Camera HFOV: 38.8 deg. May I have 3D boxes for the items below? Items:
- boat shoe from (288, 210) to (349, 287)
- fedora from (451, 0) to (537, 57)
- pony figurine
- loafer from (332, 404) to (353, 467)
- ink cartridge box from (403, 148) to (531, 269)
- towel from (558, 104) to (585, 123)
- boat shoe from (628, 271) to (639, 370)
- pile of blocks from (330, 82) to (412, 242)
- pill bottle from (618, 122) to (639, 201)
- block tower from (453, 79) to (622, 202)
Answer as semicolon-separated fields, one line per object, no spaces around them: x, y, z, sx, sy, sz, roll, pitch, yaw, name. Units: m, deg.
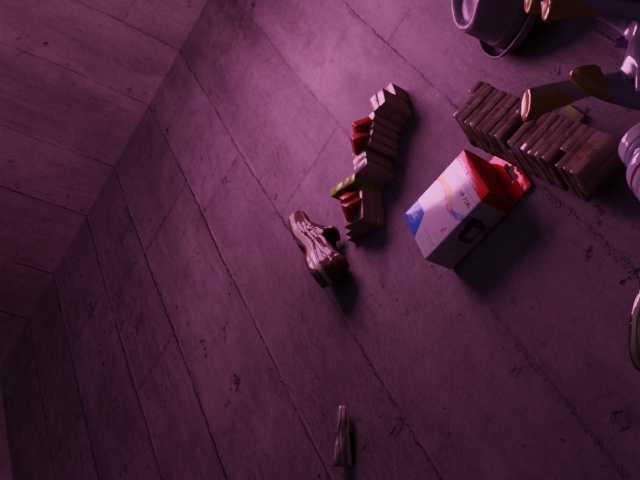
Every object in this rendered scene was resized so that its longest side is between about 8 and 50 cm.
0.004;0.005;2.063;0.095;0.095;0.257;-35;41;7;boat shoe
0.339;-0.500;1.765;0.244;0.124;0.275;-131;56;-69;fedora
0.489;-0.304;1.333;0.303;0.363;0.351;110;167;-70;pony figurine
0.048;0.395;1.829;0.045;0.039;0.125;105;173;-64;loafer
0.275;-0.074;1.720;0.231;0.078;0.134;-50;39;25;ink cartridge box
0.434;-0.200;1.629;0.083;0.009;0.060;-56;35;17;towel
0.502;0.100;1.331;0.072;0.068;0.190;0;72;42;boat shoe
0.089;-0.184;2.006;0.149;0.113;0.362;1;73;54;pile of blocks
0.529;-0.081;1.334;0.121;0.121;0.216;-48;39;28;pill bottle
0.371;-0.177;1.589;0.097;0.091;0.335;-46;40;-3;block tower
